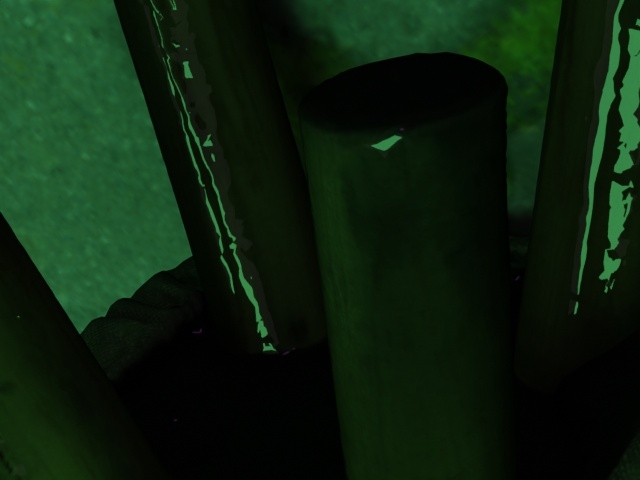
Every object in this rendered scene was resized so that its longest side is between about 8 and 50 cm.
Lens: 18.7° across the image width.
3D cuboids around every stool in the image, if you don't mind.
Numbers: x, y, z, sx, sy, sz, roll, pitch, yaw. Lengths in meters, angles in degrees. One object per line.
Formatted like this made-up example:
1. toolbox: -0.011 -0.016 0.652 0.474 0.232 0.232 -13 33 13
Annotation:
1. stool: 0.000 0.000 0.696 0.310 0.310 0.226 5 118 28
